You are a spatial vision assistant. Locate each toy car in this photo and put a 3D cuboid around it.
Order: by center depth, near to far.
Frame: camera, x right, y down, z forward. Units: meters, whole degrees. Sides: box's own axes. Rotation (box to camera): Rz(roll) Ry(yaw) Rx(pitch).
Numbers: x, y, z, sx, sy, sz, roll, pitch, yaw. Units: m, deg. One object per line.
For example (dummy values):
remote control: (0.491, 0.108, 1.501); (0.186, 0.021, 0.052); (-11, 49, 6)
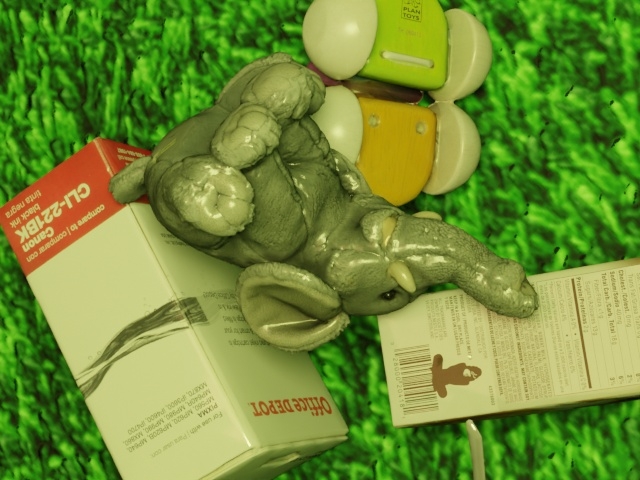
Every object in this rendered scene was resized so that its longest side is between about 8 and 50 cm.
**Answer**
toy car: (0.042, -0.119, 1.139); (0.136, 0.159, 0.182); (9, 92, 60)

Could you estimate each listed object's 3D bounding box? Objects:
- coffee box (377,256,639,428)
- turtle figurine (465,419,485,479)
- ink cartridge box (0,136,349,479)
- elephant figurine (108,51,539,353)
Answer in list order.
coffee box: (0.183, 0.076, 1.056); (0.246, 0.141, 0.098); (-11, 81, 18)
turtle figurine: (0.054, 0.311, 1.035); (0.266, 0.198, 0.275); (54, 147, -1)
ink cartridge box: (-0.113, 0.070, 1.137); (0.114, 0.197, 0.273); (-34, 74, 16)
elephant figurine: (0.000, 0.000, 1.004); (0.169, 0.186, 0.239); (-46, 112, 1)
